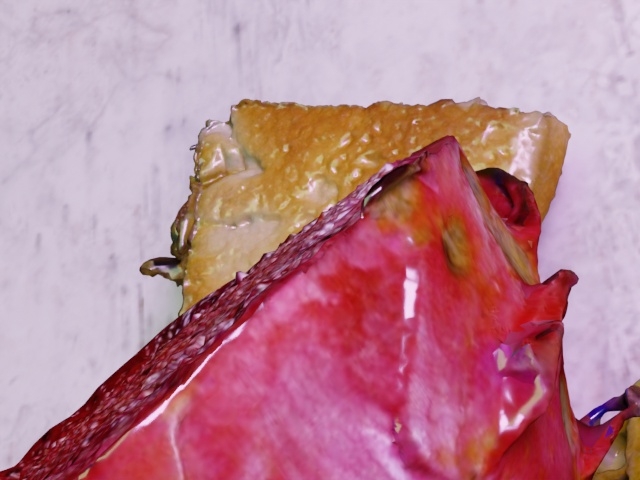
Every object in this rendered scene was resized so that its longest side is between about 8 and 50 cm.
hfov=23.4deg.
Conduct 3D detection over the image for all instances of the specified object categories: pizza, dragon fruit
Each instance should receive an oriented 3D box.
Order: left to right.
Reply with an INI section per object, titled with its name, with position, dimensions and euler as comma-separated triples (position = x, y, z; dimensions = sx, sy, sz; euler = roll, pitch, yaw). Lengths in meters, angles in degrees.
[dragon fruit]
position = -0.024, 0.141, 0.665
dimensions = 0.371, 0.386, 0.249
euler = -40, 93, 21
[pizza]
position = 0.000, 0.000, 0.910
dimensions = 0.289, 0.081, 0.229
euler = -45, 59, 2

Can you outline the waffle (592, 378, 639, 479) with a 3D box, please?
[waffle]
position = 0.174, 0.136, 0.712
dimensions = 0.204, 0.054, 0.223
euler = -52, 16, -9
